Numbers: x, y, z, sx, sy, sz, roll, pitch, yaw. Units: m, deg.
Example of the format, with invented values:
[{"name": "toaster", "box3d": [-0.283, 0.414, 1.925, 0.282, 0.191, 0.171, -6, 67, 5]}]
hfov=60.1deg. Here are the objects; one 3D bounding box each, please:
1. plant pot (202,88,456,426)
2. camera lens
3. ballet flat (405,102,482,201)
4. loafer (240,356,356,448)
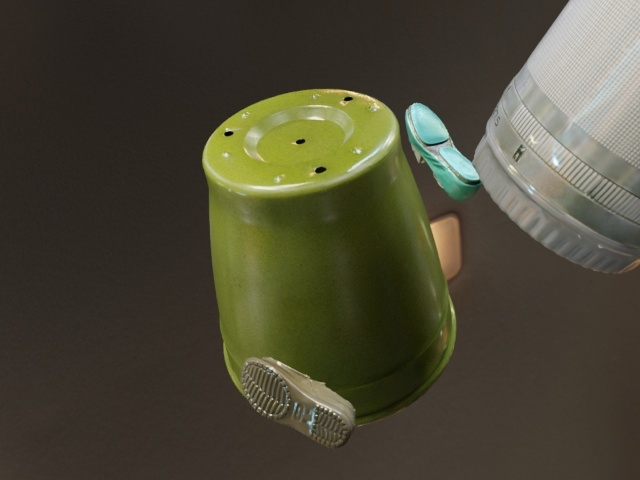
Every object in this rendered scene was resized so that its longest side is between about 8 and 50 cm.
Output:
[{"name": "plant pot", "box3d": [0.000, 0.000, 0.763, 0.366, 0.366, 0.353, -30, -47, -21]}, {"name": "camera lens", "box3d": [0.297, -0.132, 0.489, 0.219, 0.219, 0.274, -1, -42, -33]}, {"name": "ballet flat", "box3d": [0.236, -0.174, 1.133, 0.083, 0.247, 0.087, -13, -34, -26]}, {"name": "loafer", "box3d": [-0.024, 0.173, 0.601, 0.050, 0.148, 0.056, 5, -70, -61]}]
